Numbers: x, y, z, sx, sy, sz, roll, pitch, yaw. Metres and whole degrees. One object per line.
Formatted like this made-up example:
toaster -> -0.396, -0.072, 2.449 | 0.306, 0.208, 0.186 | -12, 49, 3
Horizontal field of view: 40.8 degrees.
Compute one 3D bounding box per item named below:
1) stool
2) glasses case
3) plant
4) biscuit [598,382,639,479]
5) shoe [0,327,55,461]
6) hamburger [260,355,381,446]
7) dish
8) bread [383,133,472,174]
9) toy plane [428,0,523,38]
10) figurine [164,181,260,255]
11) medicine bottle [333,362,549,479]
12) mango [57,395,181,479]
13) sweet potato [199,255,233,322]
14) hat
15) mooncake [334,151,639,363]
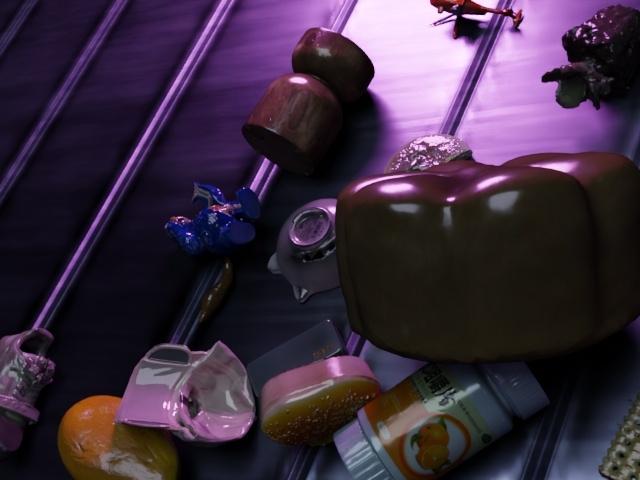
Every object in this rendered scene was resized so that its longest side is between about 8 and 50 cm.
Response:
stool -> -0.025, -0.291, 1.812 | 0.179, 0.179, 0.264 | 20, 71, 35
glasses case -> -0.043, 0.223, 1.586 | 0.184, 0.039, 0.077 | -30, 51, 7
plant -> 0.515, -0.333, 1.592 | 0.203, 0.131, 0.142 | -39, 52, -12
biscuit -> 0.514, 0.290, 1.274 | 0.144, 0.016, 0.203 | 23, 74, 35
shoe -> -0.620, 0.302, 1.784 | 0.149, 0.109, 0.293 | -28, 47, 16
hamburger -> 0.000, 0.274, 1.449 | 0.210, 0.173, 0.116 | -18, 65, 2
dish -> 0.000, 0.000, 1.675 | 0.236, 0.086, 0.228 | -40, 51, 0
bread -> 0.194, -0.161, 1.710 | 0.193, 0.036, 0.112 | -32, 50, 5
toy plane -> 0.322, -0.488, 1.832 | 0.194, 0.077, 0.126 | 39, 91, 29
figurine -> -0.225, -0.027, 1.799 | 0.262, 0.120, 0.164 | 8, 57, 50
medicine bottle -> 0.185, 0.279, 1.359 | 0.318, 0.158, 0.158 | -35, 51, 4
mango -> -0.376, 0.389, 1.599 | 0.317, 0.119, 0.176 | 20, 53, 33
sweet potato -> -0.207, 0.100, 1.751 | 0.041, 0.038, 0.153 | 19, 67, 10
hat -> -0.252, 0.307, 1.581 | 0.226, 0.164, 0.219 | -18, 36, 27
mooncake -> 0.252, 0.007, 1.304 | 0.467, 0.467, 0.262 | -5, 100, 24
